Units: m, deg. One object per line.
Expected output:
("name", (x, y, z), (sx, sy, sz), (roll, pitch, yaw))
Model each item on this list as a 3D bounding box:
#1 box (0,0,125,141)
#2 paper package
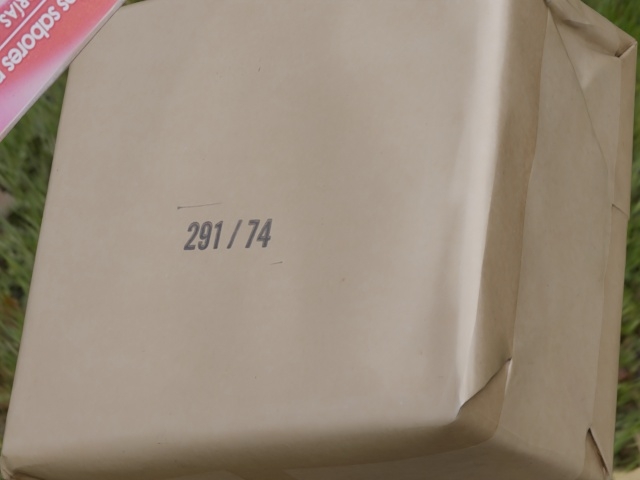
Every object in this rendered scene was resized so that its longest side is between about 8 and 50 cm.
("box", (-0.216, -0.007, 0.557), (0.142, 0.154, 0.300), (47, 58, -18))
("paper package", (0.000, 0.000, 1.155), (0.325, 0.168, 0.309), (-8, 65, 34))
